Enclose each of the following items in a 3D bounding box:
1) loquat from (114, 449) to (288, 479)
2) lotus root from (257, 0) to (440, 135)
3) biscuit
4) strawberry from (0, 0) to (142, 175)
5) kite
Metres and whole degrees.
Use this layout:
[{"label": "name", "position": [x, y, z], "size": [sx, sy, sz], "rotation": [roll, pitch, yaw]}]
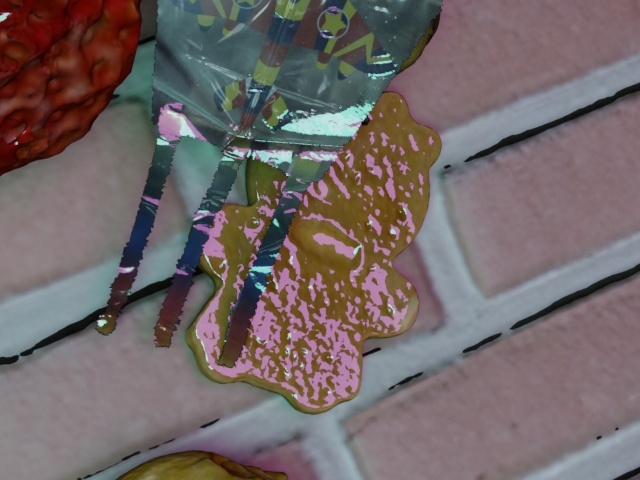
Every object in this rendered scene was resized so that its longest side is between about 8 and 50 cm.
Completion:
[{"label": "loquat", "position": [-0.056, 0.173, 0.710], "size": [0.141, 0.141, 0.141], "rotation": [1, 86, -18]}, {"label": "lotus root", "position": [-0.025, -0.177, 0.735], "size": [0.123, 0.124, 0.241], "rotation": [-37, 113, -6]}, {"label": "biscuit", "position": [-0.006, 0.002, 0.791], "size": [0.133, 0.027, 0.184], "rotation": [10, 82, -14]}, {"label": "strawberry", "position": [-0.230, -0.169, 0.609], "size": [0.291, 0.310, 0.292], "rotation": [-2, 72, 7]}, {"label": "kite", "position": [-0.038, -0.052, 0.711], "size": [0.141, 0.015, 0.245], "rotation": [18, 107, -13]}]
